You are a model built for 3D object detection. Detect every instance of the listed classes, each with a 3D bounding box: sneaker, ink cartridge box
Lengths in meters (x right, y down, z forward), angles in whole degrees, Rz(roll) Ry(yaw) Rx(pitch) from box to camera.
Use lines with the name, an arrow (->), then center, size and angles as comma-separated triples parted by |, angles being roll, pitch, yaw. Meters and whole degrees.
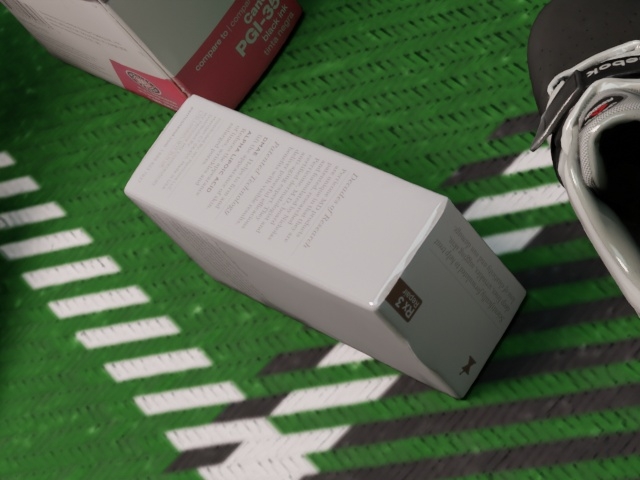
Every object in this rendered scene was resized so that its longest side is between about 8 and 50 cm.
sneaker -> 0.184, -0.058, 1.050 | 0.122, 0.146, 0.330 | -32, 45, 11
ink cartridge box -> -0.172, -0.223, 1.301 | 0.207, 0.283, 0.117 | 27, 75, 42

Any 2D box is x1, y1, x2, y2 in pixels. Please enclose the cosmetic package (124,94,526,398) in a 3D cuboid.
cosmetic package -> 0.000, 0.000, 1.145 | 0.231, 0.117, 0.085 | 23, 74, 40
